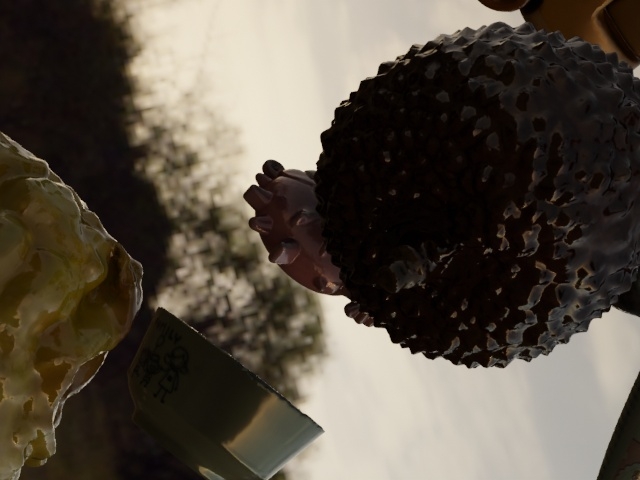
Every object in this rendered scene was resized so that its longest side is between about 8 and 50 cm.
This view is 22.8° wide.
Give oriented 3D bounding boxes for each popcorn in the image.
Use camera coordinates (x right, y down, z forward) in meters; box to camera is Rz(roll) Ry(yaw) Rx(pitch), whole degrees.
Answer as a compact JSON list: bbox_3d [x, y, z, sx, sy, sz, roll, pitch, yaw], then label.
[{"bbox_3d":[-0.346,0.059,1.456,0.382,0.349,0.349,-147,-136,-76],"label":"popcorn"}]

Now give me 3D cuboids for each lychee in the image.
[{"bbox_3d":[0.136,-0.036,1.245,0.276,0.304,0.275,20,-51,26],"label":"lychee"}]

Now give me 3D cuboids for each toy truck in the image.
[{"bbox_3d":[0.309,-0.298,1.796,0.288,0.212,0.204,57,34,-26],"label":"toy truck"}]

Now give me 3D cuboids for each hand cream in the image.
[{"bbox_3d":[0.280,0.173,1.392,0.058,0.085,0.331,33,-54,19],"label":"hand cream"}]

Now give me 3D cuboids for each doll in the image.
[{"bbox_3d":[0.000,0.000,1.985,0.093,0.211,0.262,-50,-126,32],"label":"doll"}]

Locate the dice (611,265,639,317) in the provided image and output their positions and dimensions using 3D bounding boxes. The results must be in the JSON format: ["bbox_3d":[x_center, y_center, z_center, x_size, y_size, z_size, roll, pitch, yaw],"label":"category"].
[{"bbox_3d":[0.477,0.023,2.065,0.183,0.181,0.182,-72,179,-87],"label":"dice"}]

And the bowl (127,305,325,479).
[{"bbox_3d":[-0.110,0.168,1.578,0.211,0.112,0.211,38,-8,6],"label":"bowl"}]
